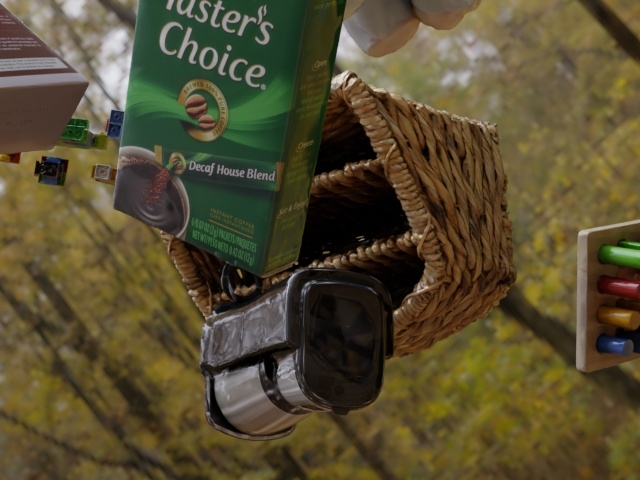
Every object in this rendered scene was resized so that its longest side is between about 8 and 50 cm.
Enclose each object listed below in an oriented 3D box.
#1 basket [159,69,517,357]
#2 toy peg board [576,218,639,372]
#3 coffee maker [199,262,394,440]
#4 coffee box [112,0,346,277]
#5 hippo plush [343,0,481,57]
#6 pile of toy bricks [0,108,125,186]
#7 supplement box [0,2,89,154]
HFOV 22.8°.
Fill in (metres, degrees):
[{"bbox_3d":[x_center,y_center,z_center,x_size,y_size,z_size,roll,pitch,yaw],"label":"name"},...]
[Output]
[{"bbox_3d":[0.000,0.000,1.473,0.299,0.213,0.223,-16,-19,39],"label":"basket"},{"bbox_3d":[0.370,0.063,1.795,0.161,0.160,0.079,-9,13,-41],"label":"toy peg board"},{"bbox_3d":[-0.029,0.080,1.387,0.120,0.171,0.178,-17,-7,-34],"label":"coffee maker"},{"bbox_3d":[-0.051,-0.085,0.853,0.040,0.113,0.184,-23,-49,-53],"label":"coffee box"},{"bbox_3d":[0.046,-0.308,1.528,0.236,0.234,0.294,-38,-40,-66],"label":"hippo plush"},{"bbox_3d":[-0.291,-0.118,1.802,0.105,0.212,0.118,64,-144,-86],"label":"pile of toy bricks"},{"bbox_3d":[-0.310,-0.164,1.231,0.073,0.239,0.130,-56,-20,23],"label":"supplement box"}]
